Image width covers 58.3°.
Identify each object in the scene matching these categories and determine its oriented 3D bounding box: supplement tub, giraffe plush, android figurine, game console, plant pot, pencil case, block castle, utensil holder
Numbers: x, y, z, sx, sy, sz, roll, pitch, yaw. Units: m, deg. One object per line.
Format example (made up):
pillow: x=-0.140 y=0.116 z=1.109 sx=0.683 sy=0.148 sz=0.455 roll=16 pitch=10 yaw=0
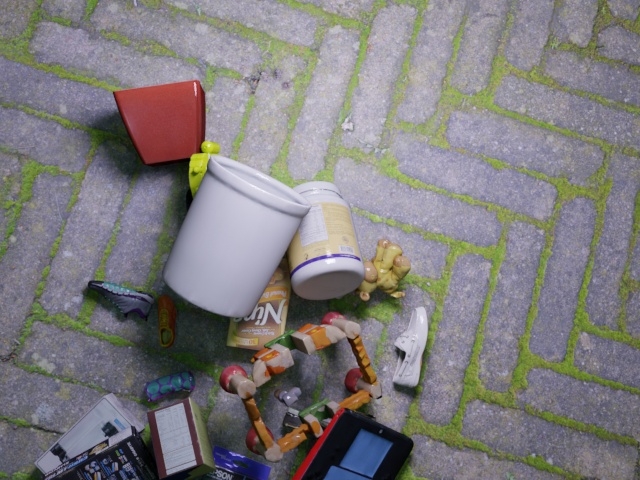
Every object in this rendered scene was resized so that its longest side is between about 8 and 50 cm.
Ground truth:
supplement tub: x=0.000 y=0.000 z=1.862 sx=0.241 sy=0.241 sz=0.331 roll=-8 pitch=61 yaw=-6
giraffe plush: x=0.180 y=0.113 z=1.920 sx=0.170 sy=0.181 sz=0.210 roll=-8 pitch=113 yaw=-26
android figurine: x=-0.358 y=-0.199 z=1.872 sx=0.056 sy=0.273 sz=0.248 roll=-3 pitch=94 yaw=10
game console: x=0.098 y=0.716 z=1.779 sx=0.386 sy=0.060 sz=0.342 roll=36 pitch=89 yaw=-38
plant pot: x=-0.507 y=-0.376 z=1.913 sx=0.267 sy=0.267 sz=0.236 roll=-9 pitch=96 yaw=-6
pencil case: x=-0.490 y=0.476 z=1.876 sx=0.151 sy=0.064 sz=0.070 roll=-14 pitch=59 yaw=-6
block castle: x=-0.060 y=0.439 z=1.786 sx=0.453 sy=0.213 sz=0.303 roll=-26 pitch=100 yaw=-22
utensil holder: x=-0.256 y=-0.010 z=1.714 sx=0.327 sy=0.327 sz=0.385 roll=27 pitch=100 yaw=-1

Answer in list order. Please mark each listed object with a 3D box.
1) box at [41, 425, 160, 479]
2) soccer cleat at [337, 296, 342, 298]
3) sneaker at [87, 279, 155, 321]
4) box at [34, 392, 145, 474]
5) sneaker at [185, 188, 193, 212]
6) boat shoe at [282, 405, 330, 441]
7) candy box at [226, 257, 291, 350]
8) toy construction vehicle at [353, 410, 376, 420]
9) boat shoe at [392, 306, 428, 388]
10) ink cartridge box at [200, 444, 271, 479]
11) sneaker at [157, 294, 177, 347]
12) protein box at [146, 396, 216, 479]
box: x=-0.641 y=0.766 z=1.756 sx=0.293 sy=0.073 sz=0.296 roll=-27 pitch=108 yaw=-12
soccer cleat: x=0.070 y=0.103 z=1.984 sx=0.076 sy=0.068 sz=0.196 roll=13 pitch=93 yaw=37
sneaker: x=-0.666 y=0.199 z=1.894 sx=0.223 sy=0.083 sz=0.098 roll=16 pitch=86 yaw=-3
box: x=-0.726 y=0.649 z=1.820 sx=0.290 sy=0.087 sz=0.169 roll=-43 pitch=88 yaw=-9
sneaker: x=-0.394 y=-0.041 z=1.927 sx=0.107 sy=0.124 sz=0.283 roll=-21 pitch=84 yaw=-6
boat shoe: x=-0.014 y=0.623 z=1.892 sx=0.227 sy=0.081 sz=0.069 roll=23 pitch=82 yaw=6
candy box: x=-0.199 y=0.208 z=1.928 sx=0.183 sy=0.087 sz=0.316 roll=9 pitch=81 yaw=-4
toy construction vehicle: x=0.145 y=0.620 z=1.930 sx=0.098 sy=0.035 sz=0.086 roll=17 pitch=92 yaw=0
boat shoe: x=0.298 y=0.356 z=1.945 sx=0.096 sy=0.098 sz=0.277 roll=10 pitch=82 yaw=-4
ink cartridge box: x=-0.284 y=0.789 z=1.834 sx=0.206 sy=0.045 sz=0.208 roll=21 pitch=63 yaw=-2
sneaker: x=-0.508 y=0.267 z=1.904 sx=0.064 sy=0.067 sz=0.175 roll=-9 pitch=81 yaw=-4
protein box: x=-0.425 y=0.619 z=1.767 sx=0.136 sy=0.200 sz=0.201 roll=-17 pitch=64 yaw=-7
